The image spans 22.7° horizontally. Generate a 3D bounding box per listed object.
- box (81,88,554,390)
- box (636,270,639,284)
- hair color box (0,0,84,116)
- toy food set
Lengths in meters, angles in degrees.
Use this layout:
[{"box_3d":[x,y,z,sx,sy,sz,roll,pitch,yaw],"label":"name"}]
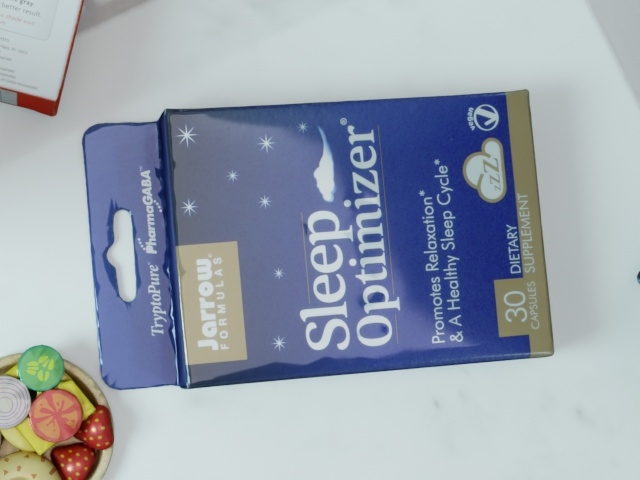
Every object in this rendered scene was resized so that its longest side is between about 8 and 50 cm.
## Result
[{"box_3d":[0.000,0.000,0.790,0.225,0.036,0.136,-4,86,-11],"label":"box"},{"box_3d":[0.374,0.017,0.778,0.294,0.183,0.296,45,85,-9],"label":"box"},{"box_3d":[-0.151,-0.153,0.761,0.093,0.053,0.167,14,84,-10],"label":"hair color box"},{"box_3d":[-0.140,0.093,0.758,0.083,0.020,0.082,-40,94,-12],"label":"toy food set"}]
